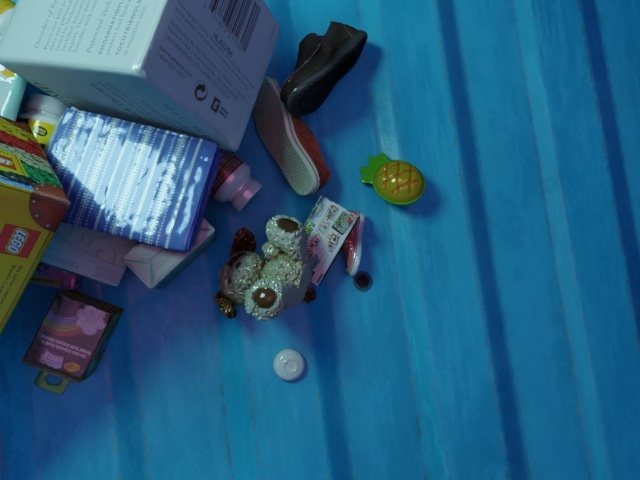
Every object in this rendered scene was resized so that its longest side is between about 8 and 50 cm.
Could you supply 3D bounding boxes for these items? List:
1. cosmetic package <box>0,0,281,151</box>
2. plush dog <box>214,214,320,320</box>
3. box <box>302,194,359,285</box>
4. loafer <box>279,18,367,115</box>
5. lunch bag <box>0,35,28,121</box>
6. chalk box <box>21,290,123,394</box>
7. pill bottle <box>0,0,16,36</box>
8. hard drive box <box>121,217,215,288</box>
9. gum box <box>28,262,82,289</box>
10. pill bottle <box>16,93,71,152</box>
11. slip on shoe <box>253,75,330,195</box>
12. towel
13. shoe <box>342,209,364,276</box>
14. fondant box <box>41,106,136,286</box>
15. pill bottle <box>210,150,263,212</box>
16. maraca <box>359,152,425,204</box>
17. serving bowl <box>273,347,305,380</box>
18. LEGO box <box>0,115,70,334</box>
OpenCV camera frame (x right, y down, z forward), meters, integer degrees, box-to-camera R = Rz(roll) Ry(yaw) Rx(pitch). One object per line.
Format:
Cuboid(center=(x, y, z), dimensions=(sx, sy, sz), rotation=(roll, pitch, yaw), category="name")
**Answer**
Cuboid(center=(-0.359, -0.418, 1.022), dimensions=(0.394, 0.329, 0.327), rotation=(13, 81, 25), category="cosmetic package")
Cuboid(center=(-0.142, 0.087, 1.182), dimensions=(0.226, 0.210, 0.262), rotation=(2, 62, 22), category="plush dog")
Cuboid(center=(0.000, 0.000, 1.247), dimensions=(0.114, 0.036, 0.206), rotation=(31, 94, 7), category="box")
Cuboid(center=(-0.011, -0.451, 1.255), dimensions=(0.130, 0.133, 0.366), rotation=(33, 52, 4), category="loafer")
Cuboid(center=(-0.749, -0.331, 1.063), dimensions=(0.263, 0.160, 0.223), rotation=(11, 81, 15), category="lunch bag")
Cuboid(center=(-0.561, 0.233, 1.098), dimensions=(0.133, 0.132, 0.212), rotation=(25, 81, -10), category="chalk box")
Cuboid(center=(-0.754, -0.512, 1.130), dimensions=(0.208, 0.117, 0.117), rotation=(36, 79, -7), category="pill bottle")
Cuboid(center=(-0.335, 0.019, 1.112), dimensions=(0.181, 0.232, 0.089), rotation=(-44, 94, -13), category="hard drive box")
Cuboid(center=(-0.653, 0.048, 1.128), dimensions=(0.189, 0.062, 0.107), rotation=(10, 83, -11), category="gum box")
Cuboid(center=(-0.646, -0.221, 1.126), dimensions=(0.119, 0.119, 0.208), rotation=(10, 82, -11), category="pill bottle")
Cuboid(center=(-0.077, -0.273, 1.269), dimensions=(0.101, 0.123, 0.331), rotation=(-23, 83, -47), category="slip on shoe")
Cuboid(center=(-0.394, -0.126, 1.002), dimensions=(0.336, 0.040, 0.243), rotation=(14, 78, -1), category="towel")
Cuboid(center=(0.065, 0.004, 1.290), dimensions=(0.081, 0.063, 0.177), rotation=(10, 78, -9), category="shoe")
Cuboid(center=(-0.518, -0.091, 1.091), dimensions=(0.238, 0.096, 0.330), rotation=(28, 71, -35), category="fondant box")
Cuboid(center=(-0.253, -0.173, 1.204), dimensions=(0.216, 0.121, 0.121), rotation=(42, 78, -5), category="pill bottle")
Cuboid(center=(0.194, -0.167, 1.316), dimensions=(0.186, 0.099, 0.127), rotation=(33, 75, 19), category="maraca")
Cuboid(center=(-0.079, 0.319, 1.245), dimensions=(0.084, 0.027, 0.083), rotation=(1, 84, -11), category="serving bowl")
Cuboid(center=(-0.695, 0.030, 0.876), dimensions=(0.193, 0.372, 0.500), rotation=(22, 105, -48), category="LEGO box")
